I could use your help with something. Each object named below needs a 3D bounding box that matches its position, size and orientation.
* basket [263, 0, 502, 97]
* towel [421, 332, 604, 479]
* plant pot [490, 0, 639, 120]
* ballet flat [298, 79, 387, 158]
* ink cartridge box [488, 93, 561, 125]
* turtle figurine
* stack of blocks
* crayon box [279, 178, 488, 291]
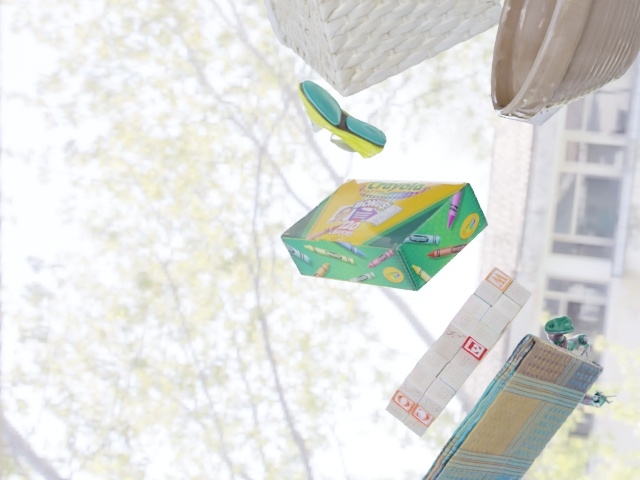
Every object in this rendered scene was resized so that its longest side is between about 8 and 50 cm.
[{"bbox_3d":[0.077,-0.458,1.742,0.266,0.331,0.328,54,166,47],"label":"basket"},{"bbox_3d":[0.295,0.326,1.802,0.271,0.040,0.370,24,-76,-50],"label":"towel"},{"bbox_3d":[0.257,-0.228,1.090,0.237,0.110,0.237,-167,90,-86],"label":"plant pot"},{"bbox_3d":[0.029,-0.233,2.208,0.231,0.077,0.077,32,-136,-25],"label":"ballet flat"},{"bbox_3d":[0.345,-0.246,1.558,0.097,0.207,0.046,6,-127,-40],"label":"ink cartridge box"},{"bbox_3d":[0.484,0.252,2.116,0.234,0.118,0.175,54,-164,-49],"label":"turtle figurine"},{"bbox_3d":[0.254,0.203,2.017,0.297,0.087,0.171,-44,-14,-35],"label":"stack of blocks"},{"bbox_3d":[0.090,-0.014,1.633,0.165,0.278,0.081,-41,-64,-29],"label":"crayon box"}]
